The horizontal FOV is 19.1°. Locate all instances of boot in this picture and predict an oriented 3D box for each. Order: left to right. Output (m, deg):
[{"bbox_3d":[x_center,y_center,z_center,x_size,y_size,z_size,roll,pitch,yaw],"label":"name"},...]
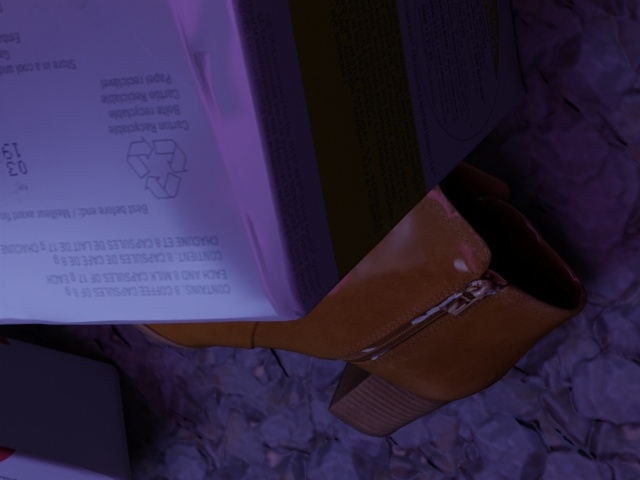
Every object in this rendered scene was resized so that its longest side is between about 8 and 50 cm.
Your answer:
[{"bbox_3d":[0.000,0.001,1.179,0.295,0.104,0.211,31,134,-16],"label":"boot"}]

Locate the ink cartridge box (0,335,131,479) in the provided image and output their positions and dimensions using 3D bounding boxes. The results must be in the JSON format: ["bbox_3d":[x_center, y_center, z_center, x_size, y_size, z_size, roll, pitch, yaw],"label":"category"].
[{"bbox_3d":[-0.289,0.192,1.388,0.197,0.114,0.273,17,129,-28],"label":"ink cartridge box"}]

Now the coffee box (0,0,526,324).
[{"bbox_3d":[-0.115,-0.173,1.053,0.337,0.334,0.338,-1,113,27],"label":"coffee box"}]
